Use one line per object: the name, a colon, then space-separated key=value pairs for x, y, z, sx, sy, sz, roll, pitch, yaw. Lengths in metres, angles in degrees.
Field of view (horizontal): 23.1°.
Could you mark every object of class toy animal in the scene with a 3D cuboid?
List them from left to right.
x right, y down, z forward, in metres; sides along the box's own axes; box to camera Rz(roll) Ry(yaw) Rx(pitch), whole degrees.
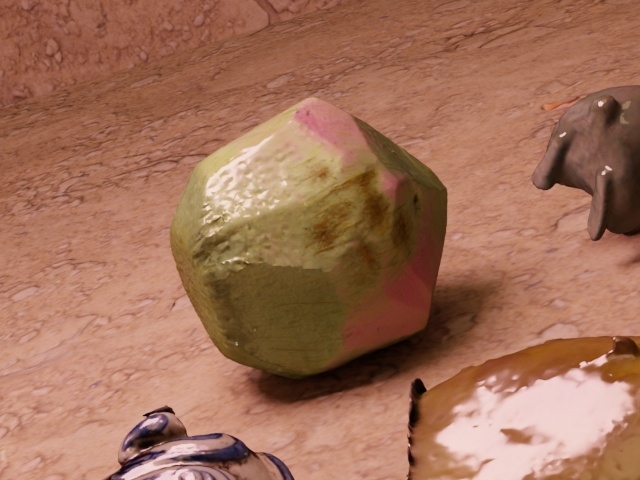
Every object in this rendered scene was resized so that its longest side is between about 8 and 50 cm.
toy animal: x=0.317 y=-0.076 z=1.354 sx=0.251 sy=0.125 sz=0.127 roll=-11 pitch=-14 yaw=-31

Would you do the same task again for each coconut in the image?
coconut: x=0.000 y=0.000 z=1.293 sx=0.236 sy=0.235 sz=0.204 roll=-23 pitch=-15 yaw=-11

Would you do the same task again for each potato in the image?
potato: x=0.179 y=0.142 z=0.724 sx=0.266 sy=0.229 sz=0.229 roll=-10 pitch=20 yaw=15

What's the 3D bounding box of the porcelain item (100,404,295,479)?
porcelain item: x=-0.136 y=0.223 z=0.952 sx=0.288 sy=0.138 sz=0.186 roll=-19 pitch=36 yaw=-13
